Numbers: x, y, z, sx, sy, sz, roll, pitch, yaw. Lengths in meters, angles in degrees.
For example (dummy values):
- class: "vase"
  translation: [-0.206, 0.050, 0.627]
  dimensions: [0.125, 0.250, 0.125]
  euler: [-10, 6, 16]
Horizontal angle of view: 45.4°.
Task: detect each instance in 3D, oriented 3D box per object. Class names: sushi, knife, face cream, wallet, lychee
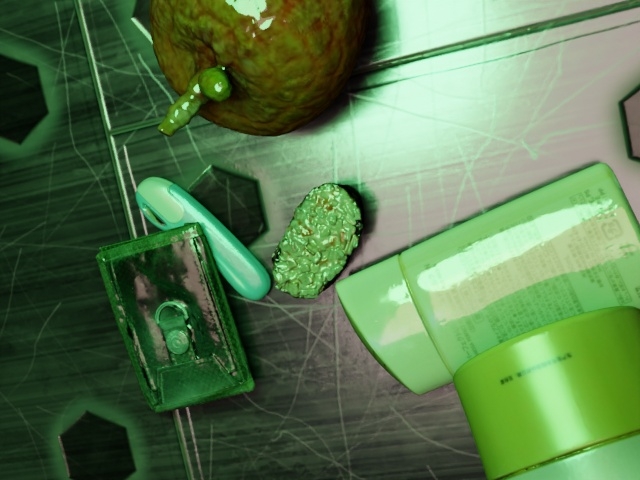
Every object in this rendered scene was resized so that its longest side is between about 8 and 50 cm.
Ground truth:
- class: "sushi"
  translation: [0.000, 0.000, 0.942]
  dimensions: [0.090, 0.078, 0.150]
  euler: [31, 103, 8]
- class: "knife"
  translation: [-0.153, -0.003, 1.006]
  dimensions: [0.222, 0.031, 0.064]
  euler: [42, 103, 2]
- class: "face cream"
  translation: [0.270, 0.192, 0.803]
  dimensions: [0.218, 0.218, 0.179]
  euler: [-25, 67, 16]
- class: "face cream"
  translation: [0.203, 0.058, 0.896]
  dimensions: [0.348, 0.081, 0.173]
  euler: [-26, 90, 17]
- class: "wallet"
  translation: [-0.193, 0.104, 1.009]
  dimensions: [0.160, 0.055, 0.236]
  euler: [-15, 100, 17]
- class: "lychee"
  translation: [-0.074, -0.231, 0.839]
  dimensions: [0.255, 0.300, 0.255]
  euler: [31, 144, 26]
